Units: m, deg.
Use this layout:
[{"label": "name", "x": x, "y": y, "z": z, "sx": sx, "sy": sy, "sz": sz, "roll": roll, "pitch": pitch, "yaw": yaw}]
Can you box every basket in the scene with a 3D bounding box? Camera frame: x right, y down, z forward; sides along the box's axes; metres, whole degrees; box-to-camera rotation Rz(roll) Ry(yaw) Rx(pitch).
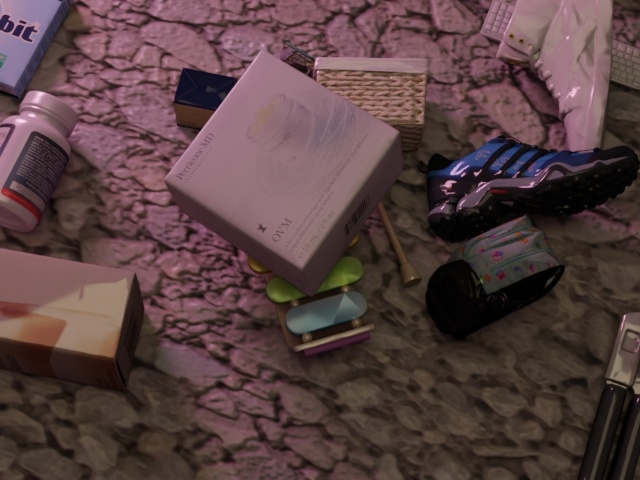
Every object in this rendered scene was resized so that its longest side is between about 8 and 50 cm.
[{"label": "basket", "x": 0.072, "y": -0.195, "z": 1.810, "sx": 0.167, "sy": 0.113, "sz": 0.103, "roll": 0, "pitch": 72, "yaw": -1}]

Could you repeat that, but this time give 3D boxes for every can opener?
[{"label": "can opener", "x": 0.413, "y": 0.218, "z": 1.677, "sx": 0.076, "sy": 0.095, "sz": 0.284, "roll": 19, "pitch": 70, "yaw": 6}]

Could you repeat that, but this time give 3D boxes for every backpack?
[{"label": "backpack", "x": 0.242, "y": 0.046, "z": 1.713, "sx": 0.182, "sy": 0.152, "sz": 0.115, "roll": -24, "pitch": 81, "yaw": -23}]

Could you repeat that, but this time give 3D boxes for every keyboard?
[{"label": "keyboard", "x": 0.374, "y": -0.300, "z": 1.915, "sx": 0.256, "sy": 0.014, "sz": 0.072, "roll": 21, "pitch": 70, "yaw": 5}]

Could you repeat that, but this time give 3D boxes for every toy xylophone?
[{"label": "toy xylophone", "x": 0.000, "y": 0.000, "z": 1.750, "sx": 0.236, "sy": 0.081, "sz": 0.323, "roll": -24, "pitch": 72, "yaw": -11}]

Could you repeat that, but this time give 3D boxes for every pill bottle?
[{"label": "pill bottle", "x": -0.413, "y": -0.113, "z": 1.761, "sx": 0.108, "sy": 0.108, "sz": 0.180, "roll": 21, "pitch": 70, "yaw": 5}]

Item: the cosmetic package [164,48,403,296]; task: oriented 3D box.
[{"label": "cosmetic package", "x": -0.045, "y": -0.089, "z": 1.657, "sx": 0.224, "sy": 0.138, "sz": 0.224, "roll": 32, "pitch": 78, "yaw": 15}]

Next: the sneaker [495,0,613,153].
[{"label": "sneaker", "x": 0.342, "y": -0.241, "z": 1.849, "sx": 0.169, "sy": 0.108, "sz": 0.293, "roll": 2, "pitch": 78, "yaw": 11}]

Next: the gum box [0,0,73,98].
[{"label": "gum box", "x": -0.480, "y": -0.321, "z": 1.871, "sx": 0.157, "sy": 0.041, "sz": 0.184, "roll": 22, "pitch": 69, "yaw": 6}]

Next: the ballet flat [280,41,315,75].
[{"label": "ballet flat", "x": -0.010, "y": -0.256, "z": 1.873, "sx": 0.114, "sy": 0.041, "sz": 0.041, "roll": 27, "pitch": 71, "yaw": 8}]

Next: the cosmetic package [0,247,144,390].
[{"label": "cosmetic package", "x": -0.394, "y": 0.097, "z": 1.660, "sx": 0.296, "sy": 0.153, "sz": 0.129, "roll": 10, "pitch": 68, "yaw": 3}]

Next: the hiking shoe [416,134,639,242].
[{"label": "hiking shoe", "x": 0.289, "y": -0.101, "z": 1.758, "sx": 0.304, "sy": 0.113, "sz": 0.132, "roll": -13, "pitch": 64, "yaw": 9}]

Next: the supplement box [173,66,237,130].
[{"label": "supplement box", "x": -0.165, "y": -0.200, "z": 1.816, "sx": 0.083, "sy": 0.083, "sz": 0.056, "roll": 12, "pitch": 69, "yaw": 2}]
